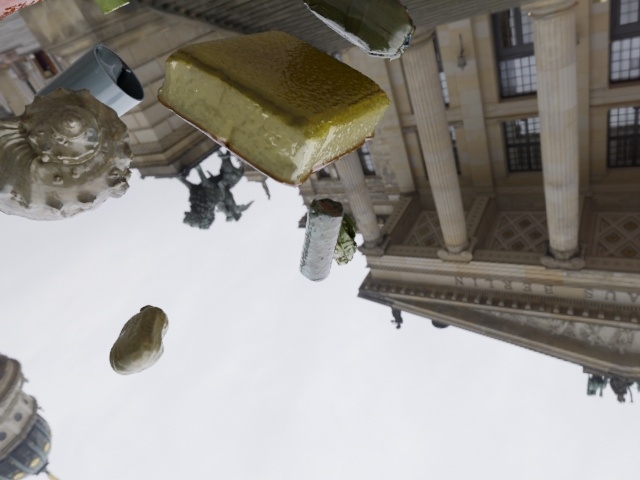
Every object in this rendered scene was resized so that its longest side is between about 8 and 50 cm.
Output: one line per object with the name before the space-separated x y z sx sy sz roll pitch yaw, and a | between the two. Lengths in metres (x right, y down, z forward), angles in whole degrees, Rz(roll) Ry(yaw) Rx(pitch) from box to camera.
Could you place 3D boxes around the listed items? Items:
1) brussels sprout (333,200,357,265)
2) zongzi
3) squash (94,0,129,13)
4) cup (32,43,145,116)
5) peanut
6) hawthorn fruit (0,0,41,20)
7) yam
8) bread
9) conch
brussels sprout | 0.050 -0.017 1.293 0.101 0.180 0.139 -39 -158 -26
zongzi | 0.107 -0.508 0.991 0.125 0.251 0.274 -54 180 23
squash | -0.426 -0.516 0.730 0.083 0.250 0.083 -15 -134 16
cup | -0.770 -0.471 1.433 0.313 0.205 0.205 -29 -150 12
peanut | -0.574 0.319 1.409 0.152 0.152 0.313 -22 -156 0
hawthorn fruit | -0.408 -0.305 0.440 0.208 0.207 0.243 12 -121 43
yam | 0.000 0.000 1.098 0.093 0.259 0.093 5 -132 -6
bread | -0.075 -0.270 0.838 0.324 0.143 0.333 36 -138 15
conch | -0.531 -0.129 0.860 0.297 0.352 0.209 -18 -112 -38
